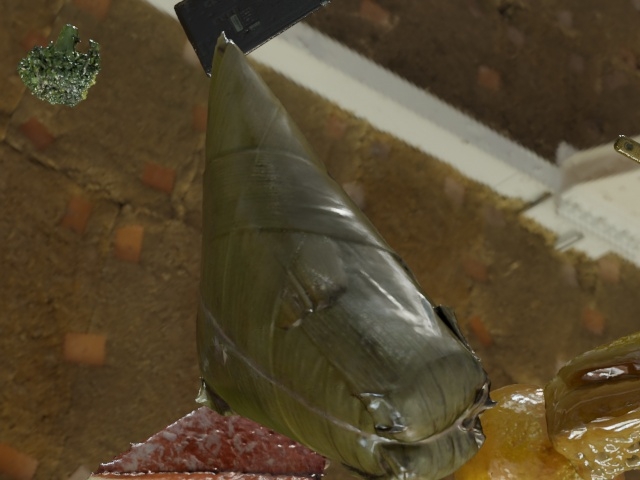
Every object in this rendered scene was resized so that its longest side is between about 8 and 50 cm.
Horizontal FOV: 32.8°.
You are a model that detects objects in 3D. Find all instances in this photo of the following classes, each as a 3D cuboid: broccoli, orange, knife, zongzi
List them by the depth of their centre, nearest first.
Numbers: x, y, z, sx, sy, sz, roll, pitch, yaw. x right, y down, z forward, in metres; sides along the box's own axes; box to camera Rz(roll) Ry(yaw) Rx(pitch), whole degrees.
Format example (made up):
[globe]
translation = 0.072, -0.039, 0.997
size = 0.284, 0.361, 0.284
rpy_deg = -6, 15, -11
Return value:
[zongzi]
translation = 0.000, 0.000, 0.761
size = 0.145, 0.274, 0.300
rpy_deg = -12, -77, -31
[orange]
translation = 0.220, 0.234, 1.111
size = 0.155, 0.177, 0.178
rpy_deg = -34, -90, -25
[broccoli]
translation = -0.290, -0.195, 1.214
size = 0.095, 0.097, 0.092
rpy_deg = 20, -113, -6
[knife]
translation = 0.466, -0.058, 1.339
size = 0.256, 0.022, 0.046
rpy_deg = 26, -95, -10

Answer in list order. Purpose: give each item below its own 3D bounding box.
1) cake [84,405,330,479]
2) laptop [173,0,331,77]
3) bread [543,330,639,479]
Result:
[cake]
translation = -0.086, 0.204, 0.911
size = 0.116, 0.086, 0.220
rpy_deg = 42, -143, 18
[laptop]
translation = -0.084, -0.289, 1.324
size = 0.129, 0.180, 0.016
rpy_deg = 62, -174, 28
[bread]
translation = 0.374, 0.107, 0.876
size = 0.185, 0.380, 0.109
rpy_deg = 46, -153, -34
